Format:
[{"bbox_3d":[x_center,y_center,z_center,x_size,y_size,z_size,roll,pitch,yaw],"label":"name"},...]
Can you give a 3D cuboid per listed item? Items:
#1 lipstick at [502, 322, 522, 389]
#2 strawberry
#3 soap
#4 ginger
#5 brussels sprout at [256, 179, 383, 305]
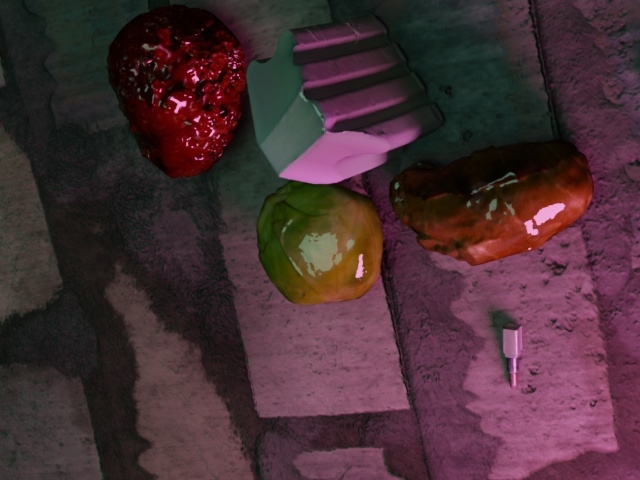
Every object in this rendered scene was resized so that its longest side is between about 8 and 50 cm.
[{"bbox_3d":[0.295,0.180,1.986,0.025,0.025,0.107,6,113,27],"label":"lipstick"},{"bbox_3d":[-0.219,-0.249,2.054,0.220,0.274,0.274,-28,89,-6],"label":"strawberry"},{"bbox_3d":[0.026,-0.199,1.845,0.115,0.347,0.208,-36,85,30],"label":"soap"},{"bbox_3d":[0.234,-0.055,1.877,0.321,0.172,0.165,-4,139,29],"label":"ginger"},{"bbox_3d":[0.000,0.000,2.019,0.223,0.161,0.223,13,116,29],"label":"brussels sprout"}]
